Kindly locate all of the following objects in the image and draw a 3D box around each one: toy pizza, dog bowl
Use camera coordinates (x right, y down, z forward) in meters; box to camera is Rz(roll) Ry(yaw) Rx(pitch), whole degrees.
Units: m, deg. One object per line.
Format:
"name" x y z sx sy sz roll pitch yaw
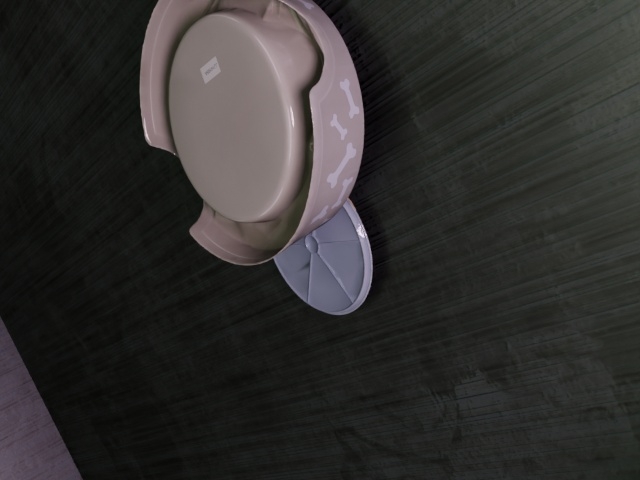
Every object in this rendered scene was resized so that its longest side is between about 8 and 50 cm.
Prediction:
"toy pizza" 0.000 0.000 1.137 0.201 0.032 0.201 27 129 40
"dog bowl" -0.086 -0.151 1.062 0.348 0.102 0.349 19 117 44
